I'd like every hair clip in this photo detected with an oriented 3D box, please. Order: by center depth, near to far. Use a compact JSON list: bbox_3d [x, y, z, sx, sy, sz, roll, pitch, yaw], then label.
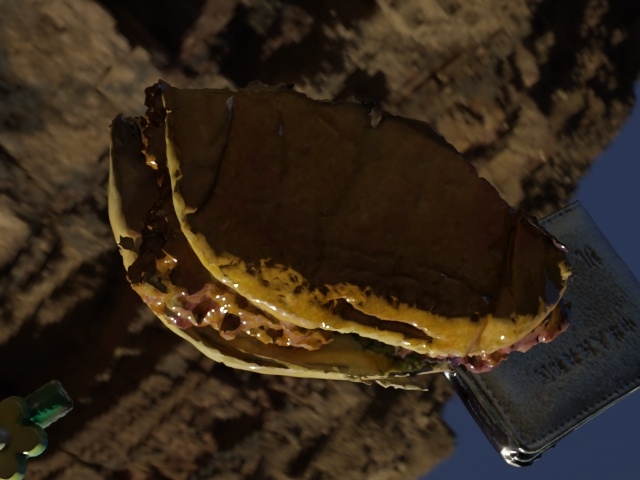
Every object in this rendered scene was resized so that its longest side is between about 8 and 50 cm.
[{"bbox_3d":[-0.203,0.132,0.902,0.173,0.049,0.049,-36,-118,6],"label":"hair clip"}]

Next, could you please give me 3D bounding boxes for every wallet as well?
[{"bbox_3d":[0.176,0.068,1.343,0.167,0.222,0.036,55,-38,14],"label":"wallet"}]

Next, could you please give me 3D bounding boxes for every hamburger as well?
[{"bbox_3d":[0.000,0.000,1.110,0.245,0.155,0.282,-34,-90,-20],"label":"hamburger"}]
